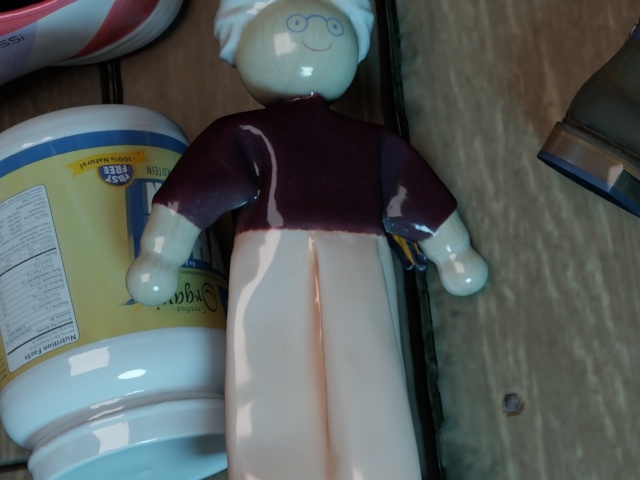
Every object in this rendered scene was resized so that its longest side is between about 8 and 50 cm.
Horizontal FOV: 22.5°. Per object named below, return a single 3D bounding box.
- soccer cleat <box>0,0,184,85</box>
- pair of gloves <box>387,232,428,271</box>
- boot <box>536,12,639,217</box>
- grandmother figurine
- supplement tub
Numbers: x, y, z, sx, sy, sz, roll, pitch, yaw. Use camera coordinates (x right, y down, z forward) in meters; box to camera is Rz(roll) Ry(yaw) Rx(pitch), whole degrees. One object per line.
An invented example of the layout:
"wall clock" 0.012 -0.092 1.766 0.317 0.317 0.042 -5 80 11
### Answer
"soccer cleat" -0.246 -0.133 1.036 0.318 0.116 0.109 -21 69 17
"pair of gloves" 0.022 0.001 0.945 0.083 0.010 0.074 -34 68 14
"boot" 0.225 -0.043 0.830 0.219 0.082 0.106 29 92 29
"grandmother figurine" 0.000 0.000 0.866 0.104 0.207 0.342 -27 64 51
"supplement tub" -0.123 0.039 0.923 0.144 0.144 0.200 -23 69 17
